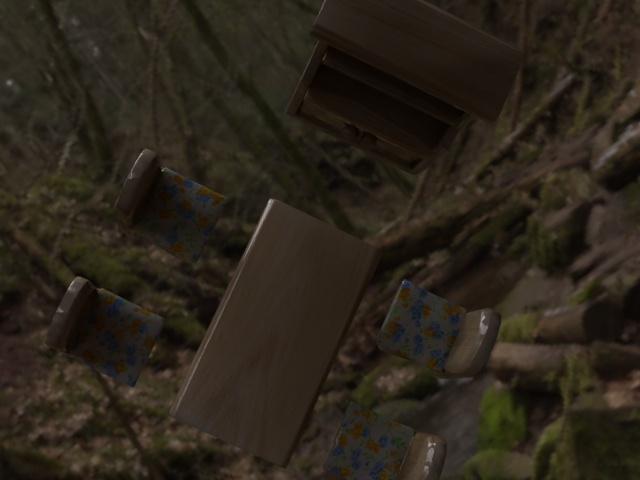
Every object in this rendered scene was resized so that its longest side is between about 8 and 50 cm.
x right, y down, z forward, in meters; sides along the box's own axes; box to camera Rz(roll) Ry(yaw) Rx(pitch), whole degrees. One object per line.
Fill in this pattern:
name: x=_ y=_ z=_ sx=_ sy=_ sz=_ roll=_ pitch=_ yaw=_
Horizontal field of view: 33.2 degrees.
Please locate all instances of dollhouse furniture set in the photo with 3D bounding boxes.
dollhouse furniture set: x=0.000 y=0.000 z=0.966 sx=0.256 sy=0.362 sz=0.394 roll=134 pitch=161 yaw=-79
